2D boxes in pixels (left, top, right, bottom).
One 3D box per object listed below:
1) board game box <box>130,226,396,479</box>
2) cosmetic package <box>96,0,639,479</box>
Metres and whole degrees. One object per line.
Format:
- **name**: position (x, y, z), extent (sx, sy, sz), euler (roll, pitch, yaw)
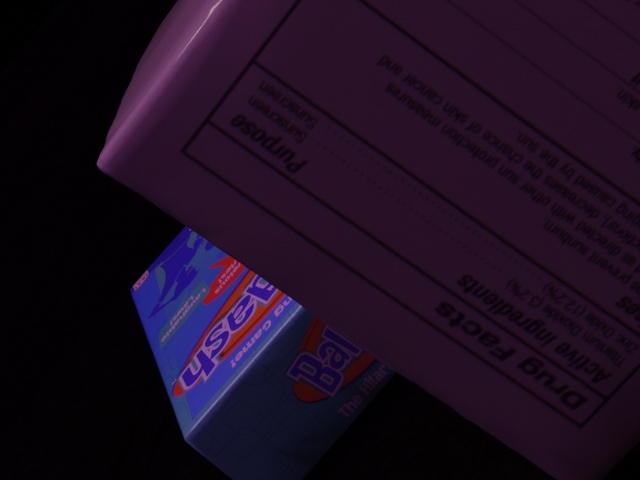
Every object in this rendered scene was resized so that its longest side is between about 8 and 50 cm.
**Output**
- **board game box**: position (0.000, 0.000, 0.698), extent (0.160, 0.047, 0.210), euler (-49, 17, 1)
- **cosmetic package**: position (0.101, -0.106, 0.421), extent (0.309, 0.160, 0.113), euler (-49, 14, 23)
